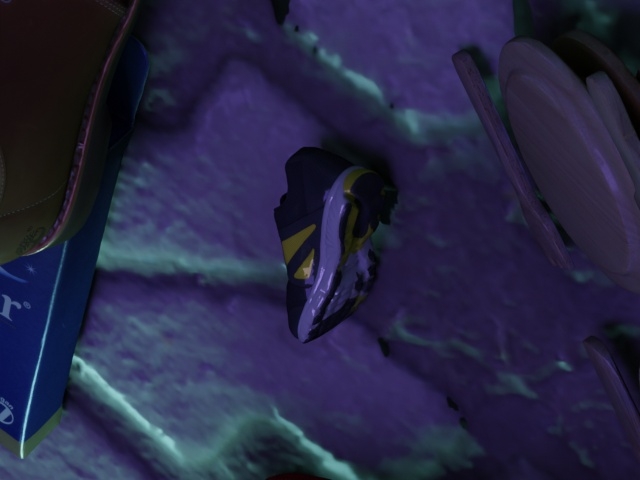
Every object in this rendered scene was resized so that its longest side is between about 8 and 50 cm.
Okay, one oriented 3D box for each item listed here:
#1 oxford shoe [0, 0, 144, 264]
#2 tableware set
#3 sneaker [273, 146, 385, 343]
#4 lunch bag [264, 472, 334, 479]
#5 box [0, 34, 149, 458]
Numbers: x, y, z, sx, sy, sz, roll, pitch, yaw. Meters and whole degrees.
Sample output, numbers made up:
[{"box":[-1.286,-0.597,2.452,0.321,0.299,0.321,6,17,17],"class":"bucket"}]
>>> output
[{"box":[-0.104,-0.083,0.664,0.076,0.076,0.212,18,115,22],"class":"oxford shoe"},{"box":[0.112,0.019,0.604,0.194,0.039,0.128,64,171,-14],"class":"tableware set"},{"box":[0.000,0.000,0.706,0.035,0.031,0.083,39,136,26],"class":"sneaker"},{"box":[0.021,0.244,0.778,0.258,0.120,0.293,8,113,36],"class":"lunch bag"},{"box":[-0.149,-0.022,0.797,0.136,0.036,0.225,33,136,12],"class":"box"}]
